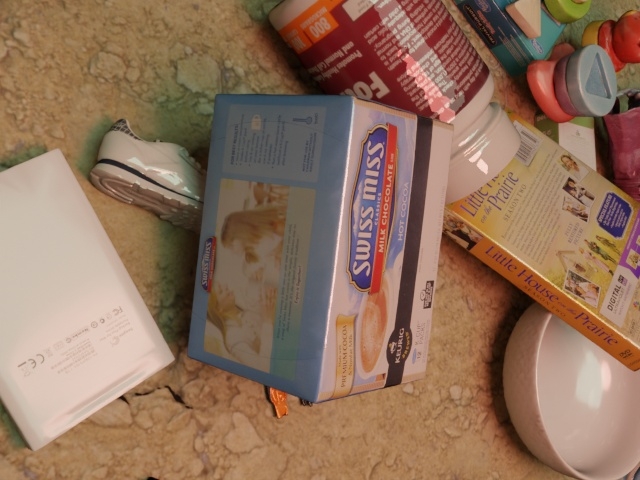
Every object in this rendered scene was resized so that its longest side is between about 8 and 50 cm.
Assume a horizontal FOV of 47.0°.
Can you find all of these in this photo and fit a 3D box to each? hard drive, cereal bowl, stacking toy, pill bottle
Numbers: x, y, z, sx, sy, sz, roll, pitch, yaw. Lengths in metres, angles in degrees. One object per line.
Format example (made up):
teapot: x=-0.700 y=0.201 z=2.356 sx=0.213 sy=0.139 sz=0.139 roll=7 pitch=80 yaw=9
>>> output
hard drive: x=-0.337 y=0.067 z=0.897 sx=0.203 sy=0.040 sz=0.307 roll=-32 pitch=100 yaw=-32
cereal bowl: x=0.446 y=0.249 z=1.315 sx=0.339 sy=0.141 sz=0.338 roll=6 pitch=79 yaw=-32
stacking toy: x=0.503 y=-0.388 z=1.362 sx=0.309 sy=0.130 sz=0.279 roll=-46 pitch=115 yaw=-30
pill bottle: x=0.123 y=-0.257 z=1.134 sx=0.392 sy=0.224 sz=0.224 roll=50 pitch=61 yaw=-16

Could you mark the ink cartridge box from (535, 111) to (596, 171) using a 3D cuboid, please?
ink cartridge box: x=0.483 y=-0.198 z=1.452 sx=0.109 sy=0.062 sz=0.209 roll=7 pitch=79 yaw=-32

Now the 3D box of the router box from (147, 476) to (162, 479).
router box: x=-0.214 y=0.410 z=0.921 sx=0.133 sy=0.046 sz=0.179 roll=46 pitch=62 yaw=-19

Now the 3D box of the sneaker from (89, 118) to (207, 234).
sneaker: x=-0.186 y=-0.077 z=0.994 sx=0.235 sy=0.090 sz=0.094 roll=29 pitch=59 yaw=-28

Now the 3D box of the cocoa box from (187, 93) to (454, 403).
cocoa box: x=0.000 y=0.000 z=0.940 sx=0.228 sy=0.231 sz=0.347 roll=2 pitch=96 yaw=-51

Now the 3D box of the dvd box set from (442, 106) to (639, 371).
dvd box set: x=0.422 y=-0.015 z=1.269 sx=0.420 sy=0.062 sz=0.307 roll=36 pitch=52 yaw=1

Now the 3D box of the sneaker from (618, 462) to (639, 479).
sneaker: x=0.666 y=0.409 z=1.393 sx=0.319 sy=0.208 sz=0.127 roll=-37 pitch=101 yaw=-32

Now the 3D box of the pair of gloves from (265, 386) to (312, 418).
pair of gloves: x=-0.043 y=0.215 z=1.083 sx=0.083 sy=0.010 sz=0.074 roll=-12 pitch=88 yaw=-36

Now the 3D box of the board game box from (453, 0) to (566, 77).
board game box: x=0.396 y=-0.524 z=1.435 sx=0.254 sy=0.079 sz=0.336 roll=47 pitch=61 yaw=-19

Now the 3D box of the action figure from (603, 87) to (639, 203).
action figure: x=0.638 y=-0.122 z=1.507 sx=0.248 sy=0.275 sz=0.370 roll=-4 pitch=105 yaw=-5
